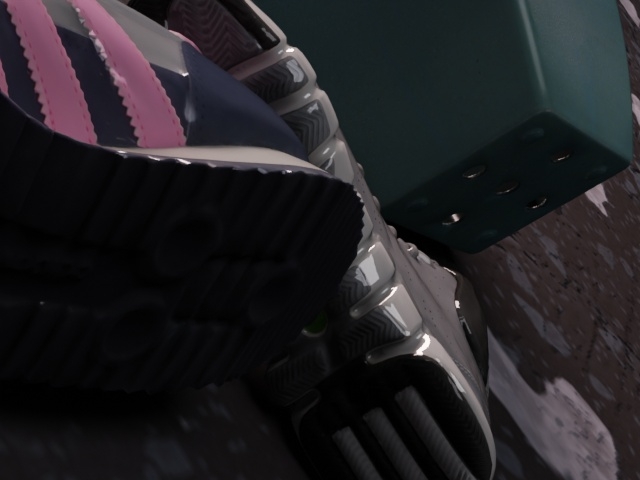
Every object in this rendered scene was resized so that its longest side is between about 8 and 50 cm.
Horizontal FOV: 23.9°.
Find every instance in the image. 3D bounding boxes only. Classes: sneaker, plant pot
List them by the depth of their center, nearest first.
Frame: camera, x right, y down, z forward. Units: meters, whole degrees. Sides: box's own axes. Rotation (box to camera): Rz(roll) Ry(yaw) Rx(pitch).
[{"bbox_3d":[-0.123,-0.039,0.405,0.131,0.112,0.319,46,12,33],"label":"sneaker"},{"bbox_3d":[0.000,0.000,0.603,0.228,0.086,0.132,63,17,0],"label":"sneaker"},{"bbox_3d":[0.059,-0.124,0.803,0.165,0.166,0.234,21,45,-52],"label":"plant pot"}]
